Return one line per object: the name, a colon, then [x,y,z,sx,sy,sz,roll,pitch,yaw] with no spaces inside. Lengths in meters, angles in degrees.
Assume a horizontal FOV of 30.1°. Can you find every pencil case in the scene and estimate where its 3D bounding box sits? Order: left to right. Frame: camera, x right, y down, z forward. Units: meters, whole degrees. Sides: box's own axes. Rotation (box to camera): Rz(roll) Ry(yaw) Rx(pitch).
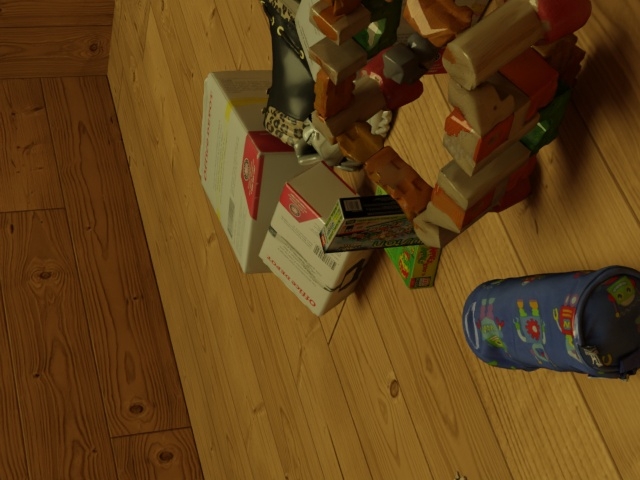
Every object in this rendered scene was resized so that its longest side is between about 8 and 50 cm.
pencil case: [0.286,0.102,1.429,0.306,0.119,0.133,168,88,-70]

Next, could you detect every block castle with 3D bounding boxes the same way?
block castle: [0.153,-0.219,1.437,0.303,0.213,0.453,46,161,20]

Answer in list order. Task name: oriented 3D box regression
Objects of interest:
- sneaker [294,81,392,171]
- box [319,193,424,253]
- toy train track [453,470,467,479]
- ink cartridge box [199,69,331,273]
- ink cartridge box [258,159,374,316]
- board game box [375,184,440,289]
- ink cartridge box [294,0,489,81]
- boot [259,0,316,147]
sneaker: [0.039,-0.202,2.056,0.292,0.118,0.110,124,139,-59]
box: [0.112,-0.029,1.755,0.114,0.207,0.036,119,142,-59]
toy train track: [0.211,0.395,1.869,0.083,0.014,0.048,108,151,-48]
ink cartridge box: [-0.123,-0.152,2.455,0.384,0.160,0.279,-121,33,-51]
ink cartridge box: [0.000,0.000,2.142,0.172,0.100,0.237,45,146,16]
board game box: [0.137,-0.012,1.933,0.181,0.043,0.092,-118,29,-49]
ink cartridge box: [0.114,-0.362,1.639,0.306,0.226,0.131,116,142,-54]
boot: [-0.054,-0.362,2.255,0.377,0.138,0.284,48,137,49]
